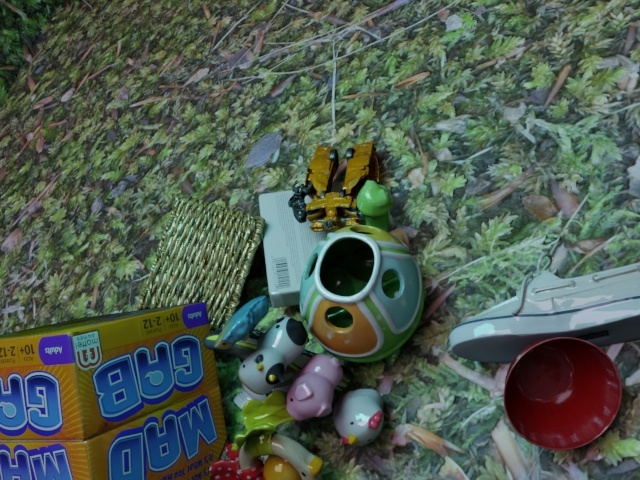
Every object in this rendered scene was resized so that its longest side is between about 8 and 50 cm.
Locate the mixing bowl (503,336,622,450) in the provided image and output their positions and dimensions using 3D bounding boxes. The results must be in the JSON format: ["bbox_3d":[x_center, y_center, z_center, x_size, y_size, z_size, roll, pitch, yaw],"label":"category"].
[{"bbox_3d":[0.372,0.230,1.054,0.181,0.181,0.098,-38,5,6],"label":"mixing bowl"}]

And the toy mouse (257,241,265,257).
[{"bbox_3d":[-0.125,-0.009,1.628,0.143,0.031,0.161,0,60,34],"label":"toy mouse"}]

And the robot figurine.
[{"bbox_3d":[0.045,-0.120,1.488,0.211,0.085,0.291,-3,42,14],"label":"robot figurine"}]

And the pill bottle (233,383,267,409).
[{"bbox_3d":[-0.106,0.288,1.374,0.087,0.087,0.160,32,81,43],"label":"pill bottle"}]

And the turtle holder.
[{"bbox_3d":[0.093,0.067,1.263,0.243,0.227,0.320,36,78,28],"label":"turtle holder"}]

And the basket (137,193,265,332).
[{"bbox_3d":[-0.265,0.071,1.569,0.222,0.213,0.299,16,80,4],"label":"basket"}]

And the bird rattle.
[{"bbox_3d":[-0.100,0.422,1.221,0.206,0.143,0.254,28,118,14],"label":"bird rattle"}]

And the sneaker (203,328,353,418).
[{"bbox_3d":[-0.091,0.257,1.281,0.299,0.111,0.121,22,87,-3],"label":"sneaker"}]

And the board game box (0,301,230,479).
[{"bbox_3d":[-0.444,0.335,1.295,0.356,0.356,0.357,-10,88,29],"label":"board game box"}]

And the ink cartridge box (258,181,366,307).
[{"bbox_3d":[0.000,0.000,1.515,0.261,0.066,0.296,-9,52,-1],"label":"ink cartridge box"}]

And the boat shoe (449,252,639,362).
[{"bbox_3d":[0.396,0.101,1.127,0.367,0.136,0.157,-16,53,21],"label":"boat shoe"}]

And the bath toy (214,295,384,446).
[{"bbox_3d":[-0.021,0.250,1.175,0.151,0.348,0.129,-52,9,-13],"label":"bath toy"}]
